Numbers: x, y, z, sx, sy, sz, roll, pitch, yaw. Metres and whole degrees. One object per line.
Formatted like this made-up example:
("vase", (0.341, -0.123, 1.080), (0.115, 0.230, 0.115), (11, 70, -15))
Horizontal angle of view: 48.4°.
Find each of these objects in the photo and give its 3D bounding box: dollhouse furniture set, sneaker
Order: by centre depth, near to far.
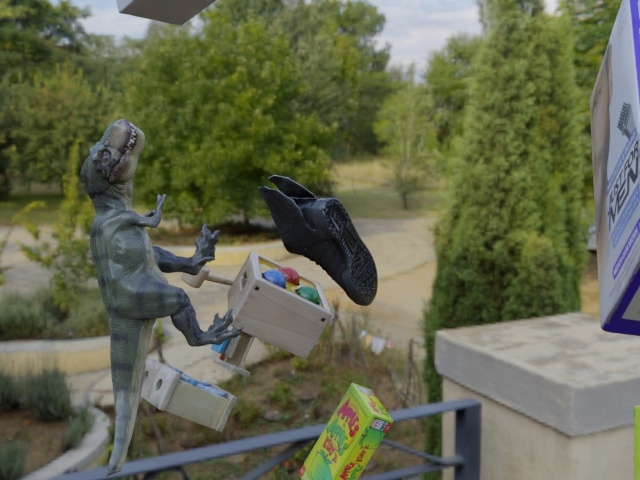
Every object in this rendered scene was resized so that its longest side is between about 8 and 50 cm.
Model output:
("sneaker", (-0.001, 0.002, 0.812), (0.089, 0.170, 0.051), (-1, 35, 40))
("dollhouse furniture set", (-0.211, 0.212, 1.240), (0.129, 0.183, 0.129), (32, -14, -33))

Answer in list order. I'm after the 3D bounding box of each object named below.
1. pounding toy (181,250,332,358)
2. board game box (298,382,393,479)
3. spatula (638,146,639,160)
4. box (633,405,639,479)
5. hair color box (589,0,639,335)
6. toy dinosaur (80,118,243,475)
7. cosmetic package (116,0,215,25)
("pounding toy", (-0.100, 0.065, 1.084), (0.206, 0.094, 0.181), (27, 12, -16))
("board game box", (0.037, 0.329, 1.128), (0.043, 0.181, 0.092), (25, 10, -25))
("spatula", (0.259, -0.015, 0.353), (0.019, 0.168, 0.242), (-24, -9, -8))
("box", (0.342, 0.200, 0.584), (0.043, 0.108, 0.178), (6, -7, -26))
("hair color box", (0.367, -0.086, 0.769), (0.110, 0.338, 0.185), (7, -32, 10))
("toy dinosaur", (-0.131, 0.041, 0.581), (0.118, 0.268, 0.064), (-3, -2, -39))
("cosmetic package", (-0.202, -0.550, 1.202), (0.385, 0.217, 0.156), (-17, -7, 41))
